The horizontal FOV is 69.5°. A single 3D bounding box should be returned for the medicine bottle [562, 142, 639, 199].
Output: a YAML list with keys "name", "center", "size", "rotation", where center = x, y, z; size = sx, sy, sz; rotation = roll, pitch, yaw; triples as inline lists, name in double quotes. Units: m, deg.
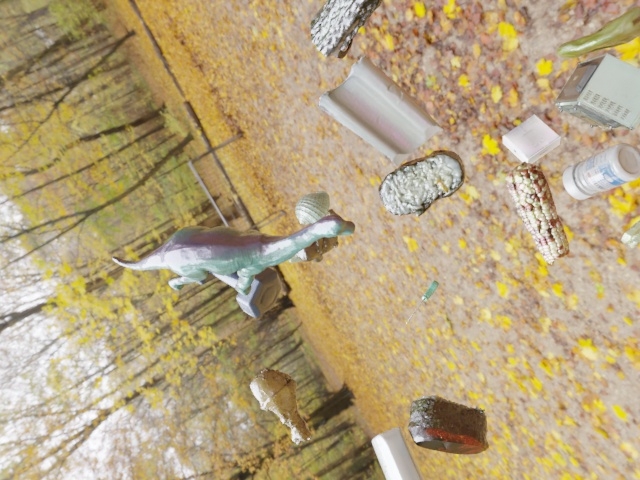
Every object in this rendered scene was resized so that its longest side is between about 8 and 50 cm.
- name: "medicine bottle"
  center: [0.744, -0.180, 1.220]
  size: [0.105, 0.105, 0.168]
  rotation: [59, 160, 3]

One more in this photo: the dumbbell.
- name: "dumbbell"
  center: [-0.281, 0.110, 1.460]
  size: [0.324, 0.160, 0.144]
  rotation: [26, -178, 26]

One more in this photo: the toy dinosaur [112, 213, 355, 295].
- name: "toy dinosaur"
  center: [-0.166, 0.006, 0.734]
  size: [0.331, 0.383, 0.130]
  rotation: [130, 140, -73]

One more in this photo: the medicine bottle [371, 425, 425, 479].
- name: "medicine bottle"
  center: [0.262, 0.736, 1.409]
  size: [0.161, 0.111, 0.296]
  rotation: [92, 159, -56]

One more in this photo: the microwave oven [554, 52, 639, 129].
- name: "microwave oven"
  center: [0.664, -0.338, 1.084]
  size: [0.163, 0.129, 0.205]
  rotation: [28, -161, 6]

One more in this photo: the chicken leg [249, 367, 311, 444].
- name: "chicken leg"
  center: [-0.072, 0.353, 0.980]
  size: [0.198, 0.069, 0.085]
  rotation: [61, -147, -14]

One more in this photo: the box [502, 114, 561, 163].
- name: "box"
  center: [0.721, -0.344, 1.580]
  size: [0.129, 0.130, 0.051]
  rotation: [58, -173, 30]

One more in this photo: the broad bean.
- name: "broad bean"
  center: [0.736, -0.528, 1.206]
  size: [0.072, 0.206, 0.153]
  rotation: [67, -159, 0]

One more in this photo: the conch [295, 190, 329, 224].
- name: "conch"
  center: [-0.020, -0.074, 1.022]
  size: [0.056, 0.085, 0.076]
  rotation: [15, -176, -46]

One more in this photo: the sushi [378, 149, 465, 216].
- name: "sushi"
  center: [0.405, -0.228, 1.842]
  size: [0.211, 0.350, 0.171]
  rotation: [59, -164, -4]

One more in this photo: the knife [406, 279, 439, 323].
- name: "knife"
  center: [0.456, 0.273, 2.053]
  size: [0.034, 0.260, 0.063]
  rotation: [35, 150, 14]

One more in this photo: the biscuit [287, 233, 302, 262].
- name: "biscuit"
  center: [-0.075, 0.029, 1.709]
  size: [0.199, 0.121, 0.041]
  rotation: [71, -172, -66]

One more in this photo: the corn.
- name: "corn"
  center: [0.559, -0.069, 1.176]
  size: [0.281, 0.092, 0.092]
  rotation: [62, 169, -8]

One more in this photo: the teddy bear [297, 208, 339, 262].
- name: "teddy bear"
  center: [0.008, 0.003, 1.219]
  size: [0.077, 0.160, 0.119]
  rotation: [29, 146, 24]

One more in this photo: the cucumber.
- name: "cucumber"
  center: [0.072, -0.318, 0.520]
  size: [0.067, 0.067, 0.245]
  rotation: [57, 136, 9]

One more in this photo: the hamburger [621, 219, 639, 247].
- name: "hamburger"
  center: [1.081, -0.024, 1.569]
  size: [0.054, 0.121, 0.084]
  rotation: [42, 174, 35]

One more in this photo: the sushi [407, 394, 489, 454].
- name: "sushi"
  center: [0.371, 0.539, 1.344]
  size: [0.136, 0.225, 0.126]
  rotation: [110, 170, -51]

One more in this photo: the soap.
- name: "soap"
  center: [0.128, -0.355, 1.170]
  size: [0.302, 0.159, 0.258]
  rotation: [33, -155, -30]
